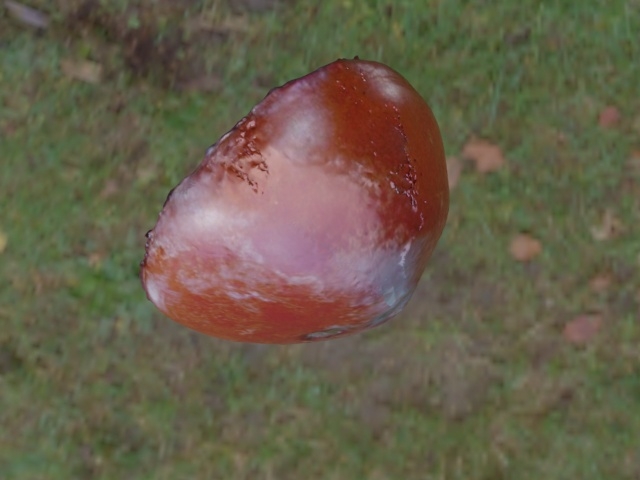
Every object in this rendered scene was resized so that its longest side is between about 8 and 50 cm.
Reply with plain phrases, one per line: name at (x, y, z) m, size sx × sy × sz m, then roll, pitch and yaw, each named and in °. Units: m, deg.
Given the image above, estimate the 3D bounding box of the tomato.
tomato at (0.000, 0.000, 1.033) m, size 0.189 × 0.099 × 0.173 m, roll -49°, pitch 154°, yaw 12°
